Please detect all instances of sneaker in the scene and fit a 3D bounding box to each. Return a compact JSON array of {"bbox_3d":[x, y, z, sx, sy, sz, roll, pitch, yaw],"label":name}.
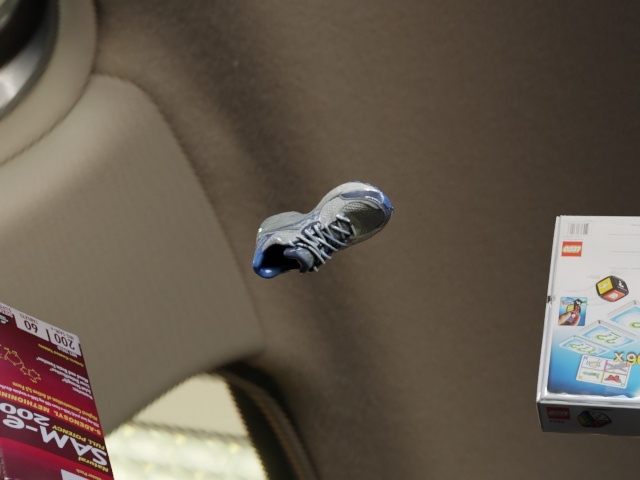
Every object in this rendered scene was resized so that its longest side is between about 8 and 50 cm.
[{"bbox_3d":[0.000,0.000,1.050,0.135,0.058,0.052,-24,-65,35],"label":"sneaker"}]

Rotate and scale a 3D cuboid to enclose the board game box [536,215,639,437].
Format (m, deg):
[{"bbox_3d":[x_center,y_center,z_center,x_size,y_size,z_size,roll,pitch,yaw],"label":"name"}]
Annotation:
[{"bbox_3d":[0.335,0.068,1.054,0.305,0.193,0.053,2,-38,17],"label":"board game box"}]

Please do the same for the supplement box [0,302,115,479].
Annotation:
[{"bbox_3d":[-0.267,0.165,1.186,0.073,0.239,0.130,-45,-49,17],"label":"supplement box"}]
